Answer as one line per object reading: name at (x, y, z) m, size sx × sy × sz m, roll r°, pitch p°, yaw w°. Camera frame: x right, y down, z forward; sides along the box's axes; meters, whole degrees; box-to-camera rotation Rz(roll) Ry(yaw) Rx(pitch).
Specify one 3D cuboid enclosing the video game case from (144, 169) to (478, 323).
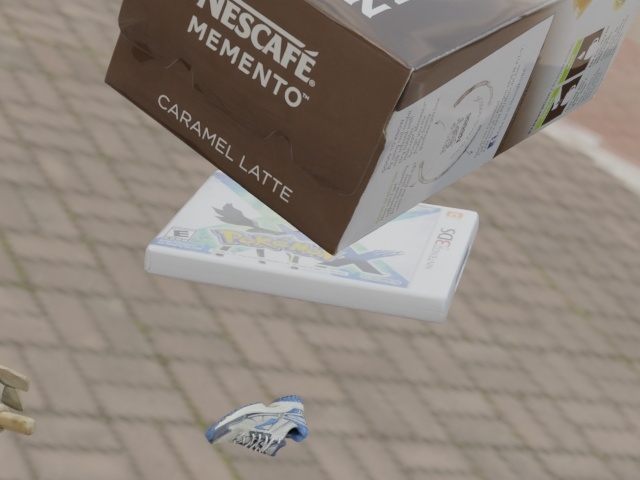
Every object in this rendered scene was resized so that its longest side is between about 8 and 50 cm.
video game case at (0.000, 0.000, 1.982) m, size 0.329 × 0.036 × 0.300 m, roll 9°, pitch 20°, yaw 9°

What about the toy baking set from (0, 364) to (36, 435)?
toy baking set at (-0.354, 0.130, 1.623) m, size 0.256 × 0.030 × 0.197 m, roll 14°, pitch -22°, yaw 26°

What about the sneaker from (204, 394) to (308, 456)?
sneaker at (-0.065, 0.211, 1.942) m, size 0.135 × 0.052 × 0.058 m, roll -10°, pitch 70°, yaw -39°

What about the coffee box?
coffee box at (0.037, -0.107, 0.817) m, size 0.141 × 0.098 × 0.246 m, roll 36°, pitch 36°, yaw 18°
